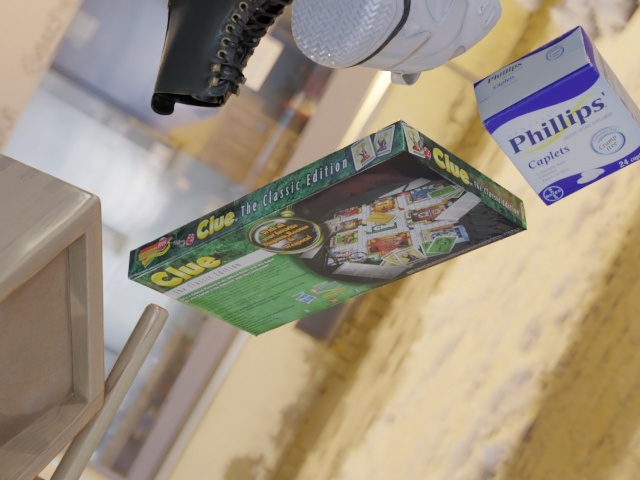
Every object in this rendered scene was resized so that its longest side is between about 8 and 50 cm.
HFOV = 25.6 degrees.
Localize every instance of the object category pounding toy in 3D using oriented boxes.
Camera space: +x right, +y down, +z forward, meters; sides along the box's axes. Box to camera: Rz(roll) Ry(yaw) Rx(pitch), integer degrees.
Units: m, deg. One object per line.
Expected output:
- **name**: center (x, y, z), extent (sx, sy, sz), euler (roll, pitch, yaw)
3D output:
- **pounding toy**: center (-0.156, 0.062, 0.638), extent (0.181, 0.094, 0.206), euler (-47, -27, -45)

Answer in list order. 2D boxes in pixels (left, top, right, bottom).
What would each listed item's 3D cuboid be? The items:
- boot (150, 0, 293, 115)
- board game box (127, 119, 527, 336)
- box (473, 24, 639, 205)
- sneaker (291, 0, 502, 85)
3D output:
- **boot**: center (-0.041, -0.159, 1.001), extent (0.198, 0.077, 0.137), euler (-2, 75, 49)
- **board game box**: center (0.000, 0.000, 0.992), extent (0.260, 0.136, 0.030), euler (-23, 55, 36)
- **box**: center (0.242, -0.122, 1.406), extent (0.126, 0.137, 0.072), euler (-28, 37, 23)
- **sneaker**: center (0.118, -0.335, 1.501), extent (0.210, 0.137, 0.365), euler (16, -78, -55)
